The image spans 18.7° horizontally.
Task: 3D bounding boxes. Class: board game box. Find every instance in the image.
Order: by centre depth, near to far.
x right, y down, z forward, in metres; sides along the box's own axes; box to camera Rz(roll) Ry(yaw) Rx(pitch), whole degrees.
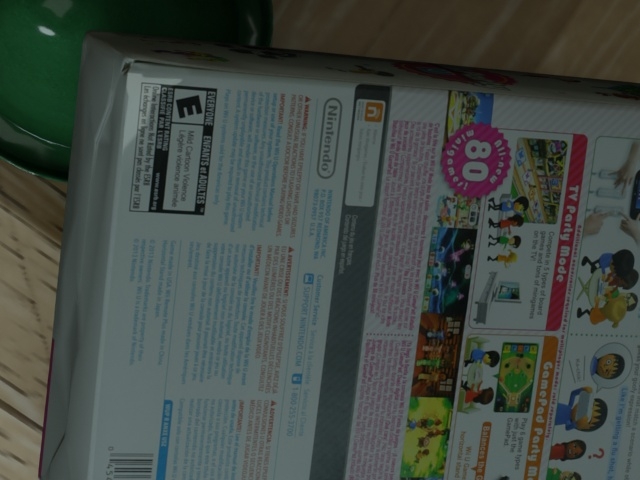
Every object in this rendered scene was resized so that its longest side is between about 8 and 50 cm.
[{"bbox_3d":[0.033,0.029,0.919,0.303,0.097,0.224,4,101,-21],"label":"board game box"}]

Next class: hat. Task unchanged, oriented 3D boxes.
[{"bbox_3d":[-0.107,-0.116,0.912,0.208,0.183,0.173,-1,89,-13],"label":"hat"}]
